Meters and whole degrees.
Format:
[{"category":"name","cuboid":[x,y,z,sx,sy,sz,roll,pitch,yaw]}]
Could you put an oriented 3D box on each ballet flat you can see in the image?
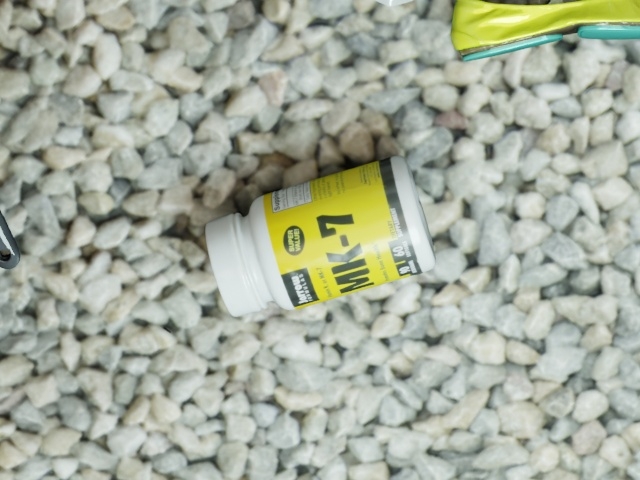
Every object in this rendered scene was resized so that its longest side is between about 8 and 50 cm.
[{"category":"ballet flat","cuboid":[0.239,-0.224,1.822,0.231,0.077,0.077,-7,89,5]}]

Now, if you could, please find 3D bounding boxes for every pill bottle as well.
[{"category":"pill bottle","cuboid":[0.000,0.000,1.862,0.208,0.119,0.119,-17,105,6]}]

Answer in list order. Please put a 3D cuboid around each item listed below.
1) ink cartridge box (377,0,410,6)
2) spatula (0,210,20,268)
[{"category":"ink cartridge box","cuboid":[0.041,-0.381,1.695,0.211,0.121,0.289,26,116,21]},{"category":"spatula","cuboid":[-0.367,-0.103,1.883,0.084,0.030,0.296,-19,105,7]}]
